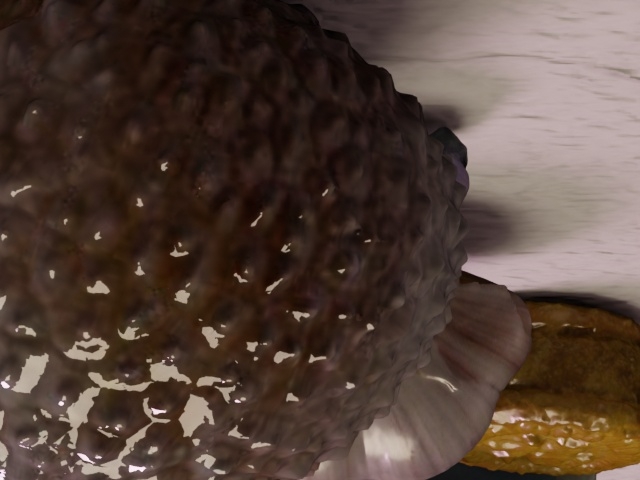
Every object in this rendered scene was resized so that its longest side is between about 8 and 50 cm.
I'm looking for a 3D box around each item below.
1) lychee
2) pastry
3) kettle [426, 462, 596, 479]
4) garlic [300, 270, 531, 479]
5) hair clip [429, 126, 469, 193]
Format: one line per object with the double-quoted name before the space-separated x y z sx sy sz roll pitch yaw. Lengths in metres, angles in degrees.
"lychee" -0.073 0.004 0.871 0.300 0.300 0.300 2 160 1
"pastry" 0.165 0.115 1.399 0.189 0.103 0.189 3 160 1
"kettle" 0.042 0.231 1.538 0.342 0.247 0.319 15 171 -2
"garlic" 0.001 0.045 1.213 0.257 0.207 0.207 31 -178 39
"hair clip" 0.001 0.001 1.055 0.195 0.124 0.052 -37 128 -2
